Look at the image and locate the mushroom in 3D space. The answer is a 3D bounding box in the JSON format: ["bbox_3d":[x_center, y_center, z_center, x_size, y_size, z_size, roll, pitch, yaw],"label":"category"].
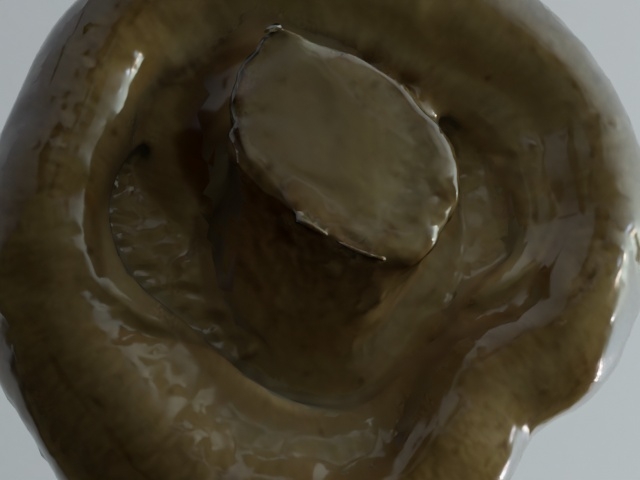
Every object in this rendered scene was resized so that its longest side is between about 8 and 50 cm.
[{"bbox_3d":[0.000,0.000,0.676,0.278,0.278,0.146,1,-19,-8],"label":"mushroom"}]
